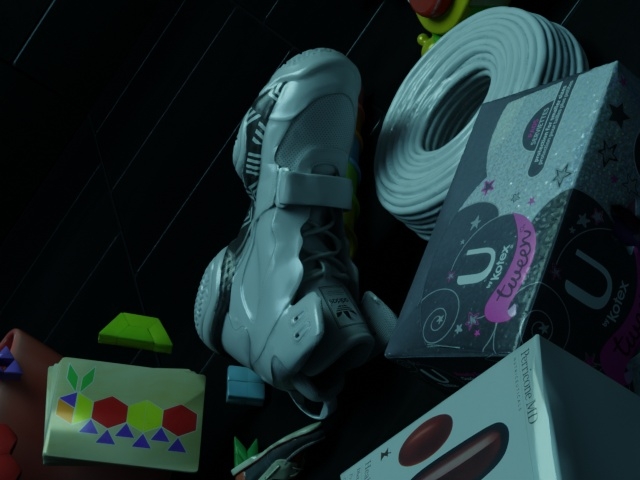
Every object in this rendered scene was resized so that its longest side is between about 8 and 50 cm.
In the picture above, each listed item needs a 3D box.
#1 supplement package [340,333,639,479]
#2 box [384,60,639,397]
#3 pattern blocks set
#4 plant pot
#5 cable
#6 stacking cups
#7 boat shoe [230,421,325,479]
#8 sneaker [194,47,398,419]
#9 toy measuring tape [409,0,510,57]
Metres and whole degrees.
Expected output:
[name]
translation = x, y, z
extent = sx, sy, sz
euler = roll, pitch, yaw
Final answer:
[supplement package]
translation = 0.128, 0.211, 0.679
extent = 0.203, 0.149, 0.194
euler = -43, 28, 32
[box]
translation = 0.183, 0.010, 0.820
extent = 0.163, 0.142, 0.247
euler = -12, 51, 58
[pattern blocks set]
translation = -0.223, 0.198, 1.186
extent = 0.285, 0.324, 0.026
euler = -79, 5, -46
[plant pot]
translation = -0.331, 0.281, 1.319
extent = 0.275, 0.243, 0.275
euler = -53, 21, 30
[cable]
translation = 0.160, -0.120, 1.078
extent = 0.257, 0.089, 0.257
euler = -4, 57, 61
[stacking cups]
translation = 0.010, -0.107, 1.339
extent = 0.096, 0.096, 0.316
euler = -38, 31, 37
[boat shoe]
translation = -0.040, 0.231, 1.102
extent = 0.137, 0.049, 0.043
euler = -38, 73, 33
[sneaker]
translation = 0.000, 0.000, 1.090
extent = 0.210, 0.137, 0.366
euler = 38, 116, 41
[toy measuring tape]
translation = 0.177, -0.334, 1.160
extent = 0.121, 0.121, 0.330
euler = -89, 17, -49
